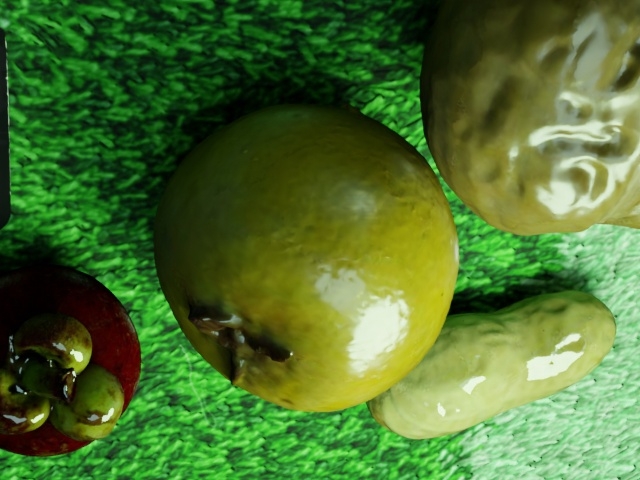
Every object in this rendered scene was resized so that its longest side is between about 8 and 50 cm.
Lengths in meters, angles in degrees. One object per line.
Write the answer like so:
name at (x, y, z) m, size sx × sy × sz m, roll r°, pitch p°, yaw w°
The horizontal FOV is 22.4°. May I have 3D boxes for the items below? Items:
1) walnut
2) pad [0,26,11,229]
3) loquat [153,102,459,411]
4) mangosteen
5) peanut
walnut at (0.277, -0.181, 1.635) m, size 0.354 × 0.308 × 0.397 m, roll -2°, pitch 132°, yaw -29°
pad at (-0.415, -0.112, 1.689) m, size 0.181 × 0.004 × 0.267 m, roll -2°, pitch 124°, yaw -13°
loquat at (0.000, 0.000, 1.709) m, size 0.359 × 0.328 × 0.328 m, roll -47°, pitch 139°, yaw -37°
mangosteen at (-0.292, 0.138, 1.740) m, size 0.215 × 0.257 × 0.215 m, roll -5°, pitch 103°, yaw -21°
peanut at (0.205, 0.146, 1.954) m, size 0.319 × 0.147 × 0.147 m, roll -19°, pitch 127°, yaw 2°
